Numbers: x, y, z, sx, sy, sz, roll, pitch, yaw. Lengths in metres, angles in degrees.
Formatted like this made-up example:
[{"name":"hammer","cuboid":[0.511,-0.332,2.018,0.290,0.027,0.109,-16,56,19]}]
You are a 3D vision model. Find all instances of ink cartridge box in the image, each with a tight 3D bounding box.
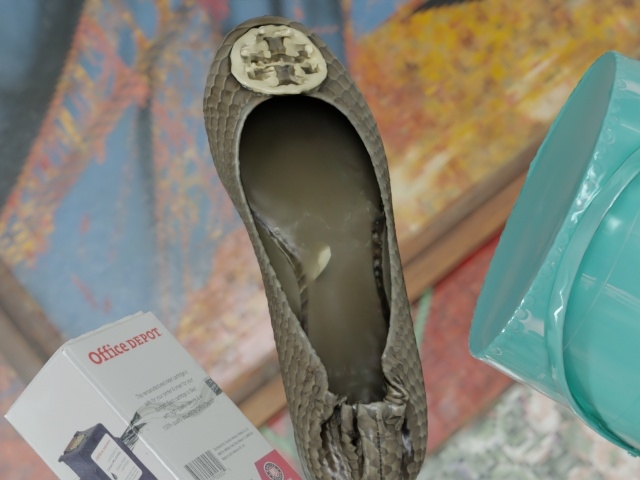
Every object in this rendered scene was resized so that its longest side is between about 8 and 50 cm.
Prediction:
[{"name":"ink cartridge box","cuboid":[-0.146,0.193,1.557,0.237,0.100,0.172,47,-159,8]}]

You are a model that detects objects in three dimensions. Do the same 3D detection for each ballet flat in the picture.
[{"name":"ballet flat","cuboid":[0.000,0.000,0.776,0.058,0.084,0.249,101,160,-66]}]

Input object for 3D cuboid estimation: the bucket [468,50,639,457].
[{"name":"bucket","cuboid":[0.236,0.010,1.205,0.183,0.281,0.281,23,162,-3]}]
